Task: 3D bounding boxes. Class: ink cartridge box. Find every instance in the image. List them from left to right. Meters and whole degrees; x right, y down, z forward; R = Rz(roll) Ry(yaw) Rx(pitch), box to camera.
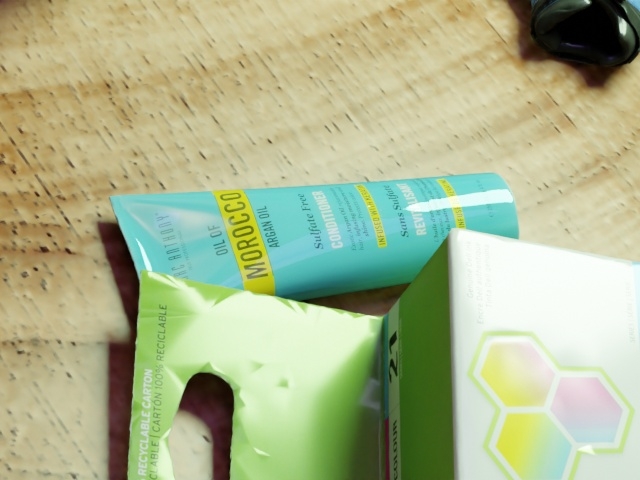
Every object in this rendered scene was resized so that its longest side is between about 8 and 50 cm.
[{"bbox_3d":[0.047,0.093,0.896,0.255,0.097,0.189,11,57,-17],"label":"ink cartridge box"}]

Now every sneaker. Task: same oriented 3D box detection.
[{"bbox_3d":[0.139,-0.163,1.189,0.152,0.058,0.084,38,38,-1],"label":"sneaker"}]

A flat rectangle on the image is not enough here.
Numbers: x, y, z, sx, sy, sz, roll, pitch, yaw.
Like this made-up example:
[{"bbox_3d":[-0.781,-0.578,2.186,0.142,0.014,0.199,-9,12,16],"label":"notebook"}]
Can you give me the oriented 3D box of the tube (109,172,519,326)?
[{"bbox_3d":[0.000,0.000,1.003,0.207,0.052,0.080,-7,51,-22],"label":"tube"}]
